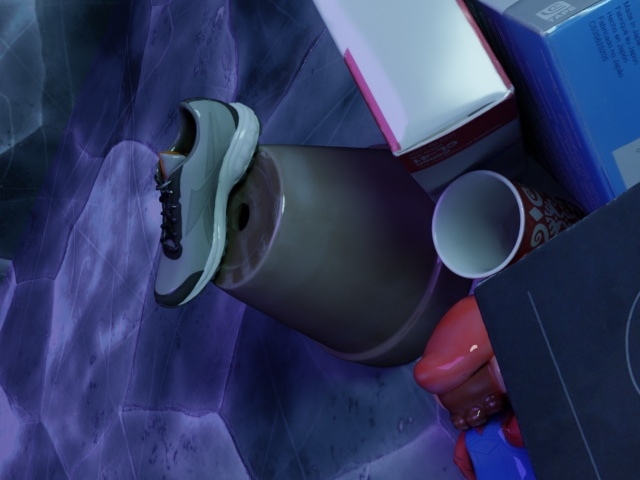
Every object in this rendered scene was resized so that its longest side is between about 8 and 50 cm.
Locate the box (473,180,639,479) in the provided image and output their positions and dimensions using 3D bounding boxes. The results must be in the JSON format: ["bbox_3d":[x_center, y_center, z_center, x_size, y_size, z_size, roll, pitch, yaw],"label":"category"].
[{"bbox_3d":[0.414,0.143,0.453,0.472,0.298,0.479,-38,50,35],"label":"box"}]

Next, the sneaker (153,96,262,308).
[{"bbox_3d":[-0.167,-0.049,0.932,0.100,0.108,0.271,21,96,50],"label":"sneaker"}]

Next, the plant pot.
[{"bbox_3d":[0.000,0.000,1.023,0.323,0.281,0.322,-19,65,47],"label":"plant pot"}]

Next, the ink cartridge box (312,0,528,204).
[{"bbox_3d":[0.119,-0.173,0.832,0.131,0.306,0.226,-29,73,10],"label":"ink cartridge box"}]

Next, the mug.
[{"bbox_3d":[0.222,0.007,0.831,0.113,0.169,0.150,-24,70,41],"label":"mug"}]

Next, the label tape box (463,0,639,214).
[{"bbox_3d":[0.252,-0.169,0.763,0.115,0.249,0.347,-29,27,10],"label":"label tape box"}]

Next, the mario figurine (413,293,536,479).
[{"bbox_3d":[0.225,0.206,0.800,0.198,0.170,0.320,-23,76,20],"label":"mario figurine"}]
